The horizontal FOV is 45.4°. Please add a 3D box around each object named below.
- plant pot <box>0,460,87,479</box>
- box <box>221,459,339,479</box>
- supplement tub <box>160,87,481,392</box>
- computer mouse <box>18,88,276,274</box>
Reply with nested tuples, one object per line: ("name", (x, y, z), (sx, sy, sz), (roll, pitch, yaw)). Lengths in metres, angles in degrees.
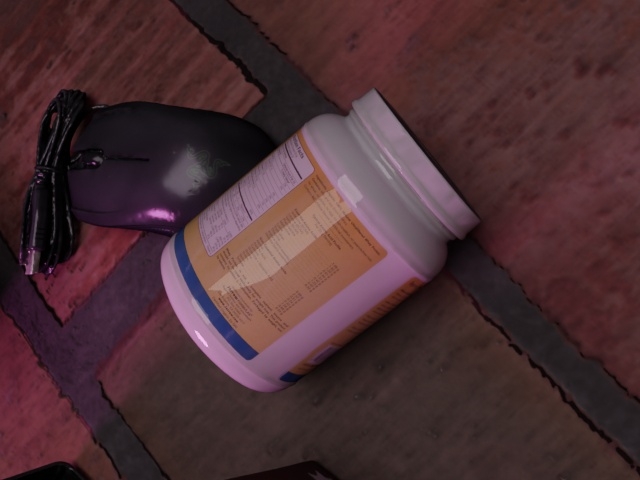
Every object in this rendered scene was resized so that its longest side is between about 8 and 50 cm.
("plant pot", (-0.242, 0.313, 0.588), (0.188, 0.187, 0.167), (35, 106, 24))
("box", (-0.025, 0.282, 0.499), (0.168, 0.167, 0.203), (31, 93, 25))
("supplement tub", (0.000, 0.000, 0.557), (0.200, 0.144, 0.144), (-38, 68, 12))
("computer mouse", (-0.166, -0.057, 0.678), (0.272, 0.072, 0.188), (3, 80, 24))
